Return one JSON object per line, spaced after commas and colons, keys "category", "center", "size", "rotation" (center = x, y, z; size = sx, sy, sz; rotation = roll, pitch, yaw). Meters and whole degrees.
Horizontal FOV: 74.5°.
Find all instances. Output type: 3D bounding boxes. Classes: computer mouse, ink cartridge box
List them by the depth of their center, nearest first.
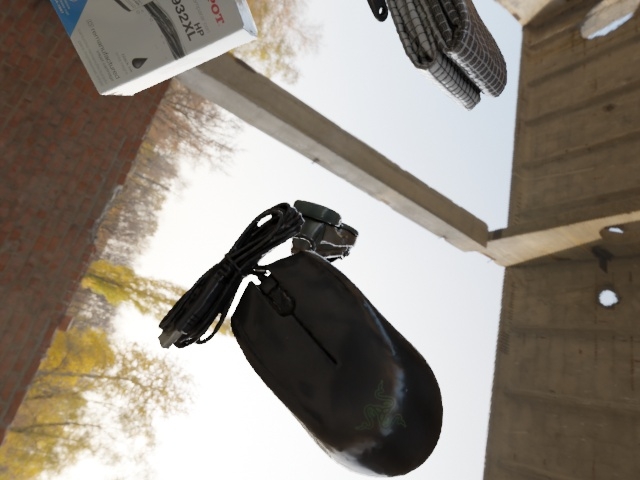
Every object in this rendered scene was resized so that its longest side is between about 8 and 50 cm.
{"category": "computer mouse", "center": [-0.014, 0.088, 0.370], "size": [0.272, 0.072, 0.188], "rotation": [39, -101, 22]}
{"category": "ink cartridge box", "center": [-0.306, -0.435, 0.781], "size": [0.307, 0.223, 0.129], "rotation": [-19, -163, 10]}

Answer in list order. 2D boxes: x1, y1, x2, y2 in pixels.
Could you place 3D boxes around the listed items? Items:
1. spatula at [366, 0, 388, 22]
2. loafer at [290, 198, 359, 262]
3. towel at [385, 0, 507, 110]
{"category": "spatula", "center": [0.034, -0.474, 0.641], "size": [0.084, 0.297, 0.030], "rotation": [-41, -149, -5]}
{"category": "loafer", "center": [0.000, 0.000, 0.690], "size": [0.267, 0.096, 0.084], "rotation": [31, 76, -75]}
{"category": "towel", "center": [0.238, -0.415, 0.793], "size": [0.121, 0.234, 0.284], "rotation": [-25, -108, 37]}
